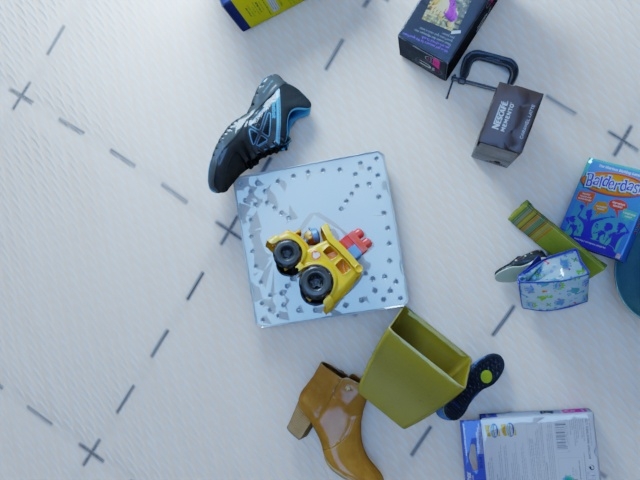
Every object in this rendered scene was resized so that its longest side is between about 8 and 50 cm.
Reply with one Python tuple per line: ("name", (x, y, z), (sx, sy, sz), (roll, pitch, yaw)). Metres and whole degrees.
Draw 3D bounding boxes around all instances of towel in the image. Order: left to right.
("towel", (0.555, 0.002, 1.591), (0.237, 0.102, 0.021), (41, 70, 7))

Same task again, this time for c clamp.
("c clamp", (0.402, -0.399, 1.662), (0.161, 0.022, 0.137), (12, 86, 11))

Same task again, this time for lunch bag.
("lunch bag", (0.536, 0.100, 1.566), (0.151, 0.129, 0.096), (-19, 48, 6))

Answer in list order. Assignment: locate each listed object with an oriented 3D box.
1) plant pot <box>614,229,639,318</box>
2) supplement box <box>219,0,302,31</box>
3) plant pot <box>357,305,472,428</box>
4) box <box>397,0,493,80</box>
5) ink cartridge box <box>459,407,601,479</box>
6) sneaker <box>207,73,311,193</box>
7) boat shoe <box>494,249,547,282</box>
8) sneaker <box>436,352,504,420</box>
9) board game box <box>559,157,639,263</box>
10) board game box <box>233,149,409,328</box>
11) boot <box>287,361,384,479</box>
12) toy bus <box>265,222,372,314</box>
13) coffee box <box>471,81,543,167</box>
("plant pot", (0.833, 0.071, 1.477), (0.195, 0.290, 0.290), (20, 92, -26))
("supplement box", (-0.099, -0.707, 1.658), (0.357, 0.195, 0.194), (-26, 85, 7))
("plant pot", (0.208, 0.311, 1.592), (0.212, 0.212, 0.187), (39, 107, 8))
("box", (0.315, -0.544, 1.603), (0.143, 0.165, 0.270), (33, 94, 8))
("ink cartridge box", (0.495, 0.503, 1.606), (0.311, 0.065, 0.185), (-5, 88, 7))
("sneaker", (-0.155, -0.250, 1.674), (0.140, 0.125, 0.341), (32, 84, 4))
("boat shoe", (0.482, 0.063, 1.628), (0.133, 0.042, 0.049), (-23, 128, 11))
("sneaker", (0.355, 0.349, 1.632), (0.209, 0.082, 0.069), (-43, 93, -14))
("board game box", (0.664, -0.072, 1.563), (0.160, 0.047, 0.210), (23, 92, 40))
("board game box", (0.000, 0.000, 1.700), (0.390, 0.050, 0.390), (-10, 87, 8))
("boot", (0.075, 0.449, 1.647), (0.295, 0.104, 0.211), (33, 100, 14))
("toy bus", (0.007, 0.034, 1.610), (0.211, 0.149, 0.220), (-42, 80, -7))
("coffee box", (0.420, -0.258, 1.540), (0.098, 0.246, 0.141), (19, 91, 9))
